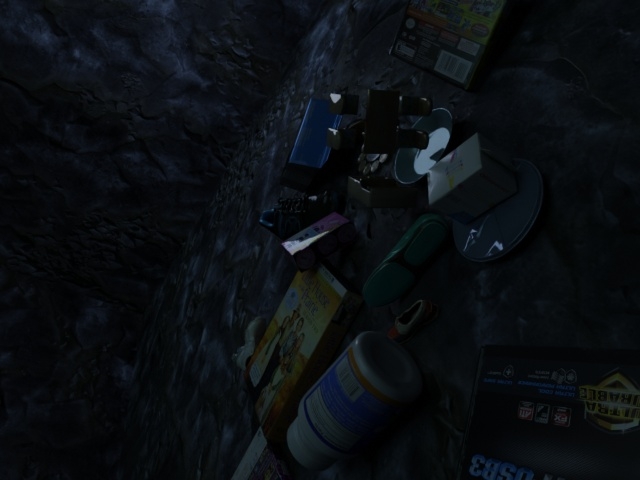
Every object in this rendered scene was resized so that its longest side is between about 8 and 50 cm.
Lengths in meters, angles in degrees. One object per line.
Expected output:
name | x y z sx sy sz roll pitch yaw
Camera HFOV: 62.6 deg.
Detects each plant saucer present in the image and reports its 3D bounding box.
plant saucer | 0.250 -0.214 1.230 0.195 0.037 0.194 -45 31 36

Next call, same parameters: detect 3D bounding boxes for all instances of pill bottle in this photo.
pill bottle | 0.053 0.312 0.993 0.272 0.152 0.152 -54 27 26

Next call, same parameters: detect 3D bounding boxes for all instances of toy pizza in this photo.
toy pizza | 0.319 -0.052 0.946 0.201 0.032 0.201 -44 33 39

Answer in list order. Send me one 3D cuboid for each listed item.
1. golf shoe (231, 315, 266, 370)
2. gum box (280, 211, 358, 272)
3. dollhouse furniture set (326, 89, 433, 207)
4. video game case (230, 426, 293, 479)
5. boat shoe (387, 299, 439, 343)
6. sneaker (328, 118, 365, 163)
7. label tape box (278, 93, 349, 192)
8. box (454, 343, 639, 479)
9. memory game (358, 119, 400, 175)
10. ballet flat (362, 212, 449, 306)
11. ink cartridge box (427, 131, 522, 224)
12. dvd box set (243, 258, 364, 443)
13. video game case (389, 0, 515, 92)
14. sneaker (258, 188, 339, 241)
golf shoe | -0.202 0.323 1.631 0.086 0.069 0.176 31 99 46
gum box | 0.000 0.000 1.405 0.188 0.062 0.107 -31 24 -10
dollhouse furniture set | 0.139 -0.206 1.160 0.161 0.212 0.241 -135 46 -66
video game case | -0.158 0.604 1.276 0.232 0.042 0.210 -62 24 7
boat shoe | 0.172 0.158 1.031 0.137 0.043 0.049 -45 33 39
sneaker | 0.079 -0.327 1.643 0.185 0.070 0.083 -43 37 38
label tape box | -0.029 -0.322 1.709 0.334 0.106 0.240 137 152 -72
box | 0.296 0.279 0.636 0.296 0.073 0.293 -15 53 60
memory game | 0.164 -0.266 1.484 0.186 0.012 0.186 -44 32 38
ballet flat | 0.181 0.040 1.103 0.247 0.083 0.087 -52 3 26
ink cartridge box | 0.274 -0.112 0.938 0.143 0.092 0.089 -38 36 43
dvd box set | -0.060 0.261 1.378 0.420 0.062 0.307 -62 25 8
video game case | 0.300 -0.508 1.215 0.275 0.035 0.248 44 124 40
sneaker | -0.069 -0.078 1.622 0.341 0.140 0.125 -29 40 51
